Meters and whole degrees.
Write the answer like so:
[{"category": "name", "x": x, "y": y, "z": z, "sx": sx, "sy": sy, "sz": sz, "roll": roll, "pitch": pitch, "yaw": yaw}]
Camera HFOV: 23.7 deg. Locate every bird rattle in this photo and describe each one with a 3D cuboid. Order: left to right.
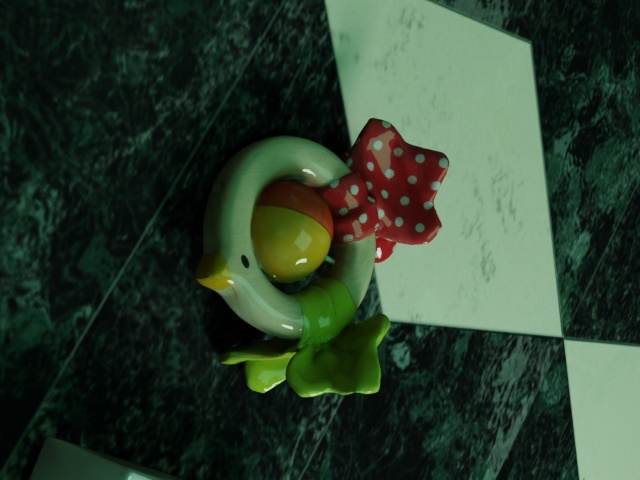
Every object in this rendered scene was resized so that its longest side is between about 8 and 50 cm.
[{"category": "bird rattle", "x": 0.000, "y": 0.000, "z": 1.232, "sx": 0.207, "sy": 0.143, "sz": 0.253, "roll": 34, "pitch": 71, "yaw": -35}]

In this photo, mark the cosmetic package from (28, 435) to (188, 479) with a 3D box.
[{"category": "cosmetic package", "x": -0.161, "y": 0.365, "z": 1.162, "sx": 0.284, "sy": 0.097, "sz": 0.377, "roll": 32, "pitch": 76, "yaw": -52}]
